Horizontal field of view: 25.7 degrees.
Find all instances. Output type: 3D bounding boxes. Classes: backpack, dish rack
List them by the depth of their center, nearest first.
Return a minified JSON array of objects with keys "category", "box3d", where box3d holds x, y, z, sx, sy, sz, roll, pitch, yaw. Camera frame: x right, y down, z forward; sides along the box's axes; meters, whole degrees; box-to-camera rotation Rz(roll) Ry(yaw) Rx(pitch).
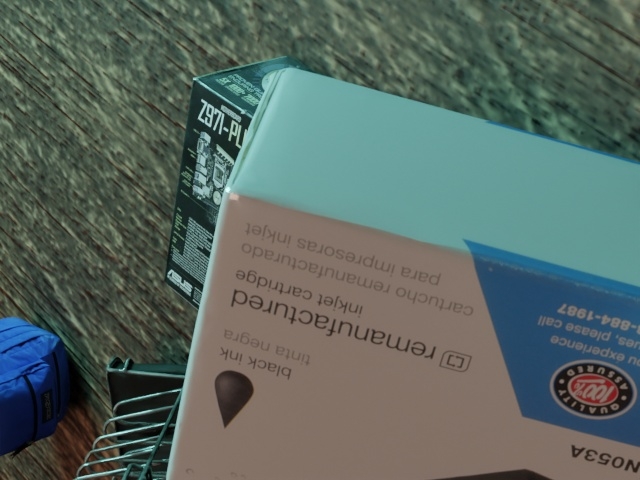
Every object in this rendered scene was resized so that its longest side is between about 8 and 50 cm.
[{"category":"dish rack","box3d":[-0.110,0.207,0.908,0.074,0.271,0.208,-7,104,5]},{"category":"backpack","box3d":[-0.252,0.122,1.109,0.101,0.120,0.098,20,117,32]}]

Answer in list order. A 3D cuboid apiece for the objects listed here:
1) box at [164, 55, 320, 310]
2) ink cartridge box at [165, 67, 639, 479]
[{"category":"box","box3d":[0.000,0.000,0.811,0.180,0.077,0.147,35,129,34]},{"category":"ink cartridge box","box3d":[0.044,0.101,0.686,0.223,0.129,0.307,15,123,1]}]
